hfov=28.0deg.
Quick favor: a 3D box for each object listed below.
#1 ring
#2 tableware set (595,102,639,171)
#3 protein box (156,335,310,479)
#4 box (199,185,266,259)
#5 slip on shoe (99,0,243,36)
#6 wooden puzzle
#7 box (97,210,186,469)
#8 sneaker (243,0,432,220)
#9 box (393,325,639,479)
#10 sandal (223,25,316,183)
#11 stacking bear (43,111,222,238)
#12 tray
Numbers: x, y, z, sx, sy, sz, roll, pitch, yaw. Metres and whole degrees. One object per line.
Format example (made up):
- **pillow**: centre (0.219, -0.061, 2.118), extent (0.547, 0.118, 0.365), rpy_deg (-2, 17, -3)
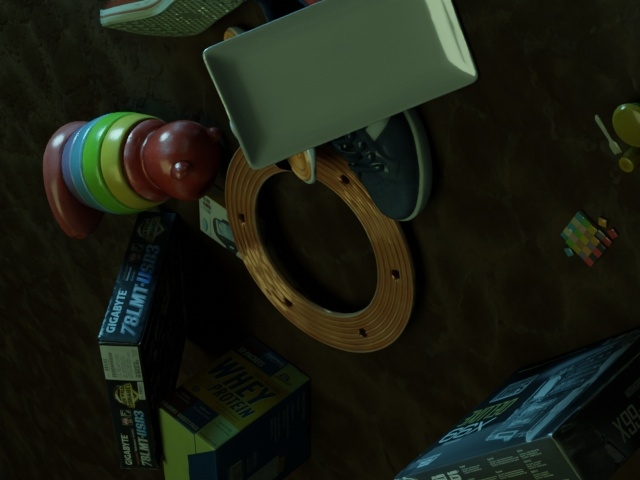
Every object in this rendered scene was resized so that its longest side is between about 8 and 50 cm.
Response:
- **ring**: centre (0.000, 0.000, 1.730), extent (0.337, 0.032, 0.336), rpy_deg (28, 136, 31)
- **tableware set**: centre (0.343, -0.099, 1.229), extent (0.154, 0.024, 0.104), rpy_deg (-17, 107, 55)
- **protein box**: centre (-0.133, 0.301, 2.021), extent (0.136, 0.201, 0.199), rpy_deg (33, 140, 31)
- **box**: centre (-0.137, -0.026, 1.904), extent (0.136, 0.028, 0.081), rpy_deg (32, 140, 29)
- **slip on shoe**: centre (-0.190, -0.328, 1.654), extent (0.331, 0.123, 0.101), rpy_deg (-9, 79, 60)
- **wooden puzzle**: centre (0.288, -0.002, 1.394), extent (0.049, 0.006, 0.083), rpy_deg (47, 146, 14)
- **box**: centre (-0.273, 0.156, 2.023), extent (0.073, 0.295, 0.293), rpy_deg (5, 133, 3)
- **sneaker**: centre (0.009, -0.162, 1.485), extent (0.131, 0.148, 0.350), rpy_deg (-3, 116, 53)
- **box**: centre (0.251, 0.202, 1.404), extent (0.076, 0.242, 0.307), rpy_deg (56, 148, 0)
- **sandal**: centre (-0.084, -0.161, 1.613), extent (0.265, 0.076, 0.102), rpy_deg (57, 160, 34)
- **stacking bear**: centre (-0.261, -0.111, 1.886), extent (0.289, 0.175, 0.164), rpy_deg (-3, 123, 43)
- **tray**: centre (0.023, -0.191, 1.390), extent (0.030, 0.270, 0.145), rpy_deg (-103, -9, -73)
